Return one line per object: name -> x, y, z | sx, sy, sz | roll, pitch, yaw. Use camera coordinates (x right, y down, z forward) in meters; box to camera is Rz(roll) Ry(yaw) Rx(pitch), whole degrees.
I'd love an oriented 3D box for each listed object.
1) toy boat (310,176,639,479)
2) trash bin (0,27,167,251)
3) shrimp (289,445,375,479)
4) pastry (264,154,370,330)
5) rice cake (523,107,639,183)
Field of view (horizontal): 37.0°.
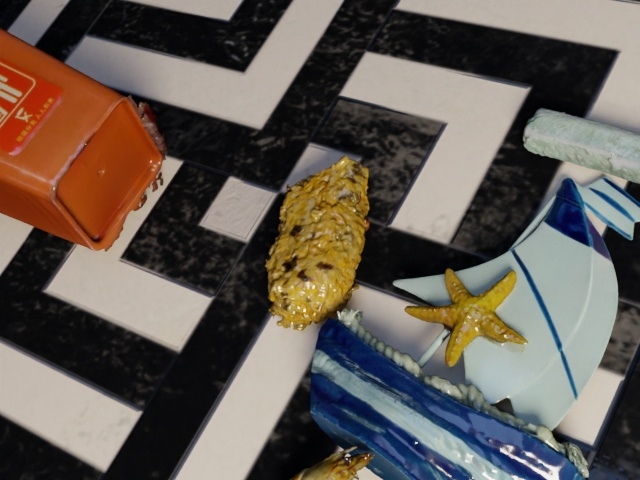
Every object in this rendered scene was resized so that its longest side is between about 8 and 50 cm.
toy boat -> 0.137, 0.060, 0.694 | 0.220, 0.067, 0.291 | 30, 62, 33
trash bin -> -0.272, -0.091, 0.875 | 0.238, 0.184, 0.161 | 25, 70, 20
shrimp -> 0.011, 0.185, 0.636 | 0.114, 0.023, 0.083 | -48, 56, 38
pastry -> 0.000, 0.000, 0.769 | 0.080, 0.056, 0.140 | -13, 56, 27
rice cake -> 0.251, -0.060, 0.726 | 0.207, 0.033, 0.033 | 22, 67, 30
